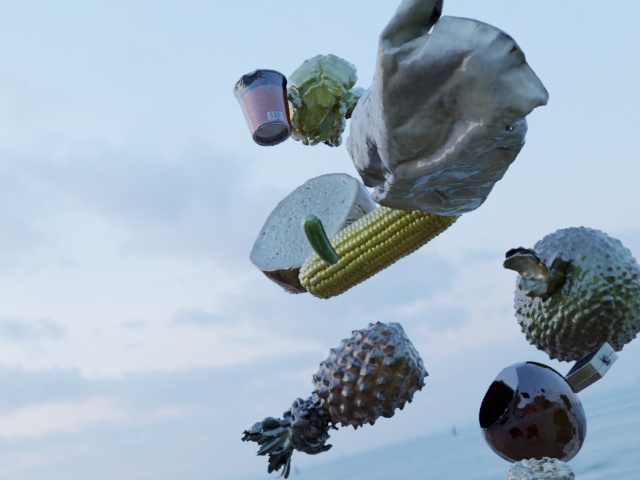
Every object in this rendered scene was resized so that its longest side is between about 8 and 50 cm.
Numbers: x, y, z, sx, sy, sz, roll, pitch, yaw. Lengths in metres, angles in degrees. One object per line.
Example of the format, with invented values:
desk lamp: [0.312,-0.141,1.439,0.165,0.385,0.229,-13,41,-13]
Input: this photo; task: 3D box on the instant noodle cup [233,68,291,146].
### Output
instant noodle cup: [-0.118,-0.284,1.978,0.127,0.135,0.127,-12,-27,-6]

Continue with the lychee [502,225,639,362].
lychee: [0.506,0.105,1.774,0.270,0.270,0.320,-16,-26,11]

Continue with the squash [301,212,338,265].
squash: [-0.001,0.001,1.100,0.027,0.027,0.089,-16,-48,11]

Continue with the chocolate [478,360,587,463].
chocolate: [0.346,0.285,1.457,0.177,0.177,0.177,-13,-13,-3]

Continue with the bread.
bread: [-0.010,-0.013,1.555,0.236,0.236,0.070,-21,-50,29]

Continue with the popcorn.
popcorn: [0.001,-0.327,2.104,0.184,0.221,0.204,31,-15,4]

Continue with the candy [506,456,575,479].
candy: [0.306,0.352,1.241,0.095,0.110,0.085,-6,24,7]

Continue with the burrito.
burrito: [0.118,-0.133,0.987,0.135,0.190,0.332,-34,-12,-11]

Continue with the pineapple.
pineapple: [0.019,0.290,1.650,0.361,0.175,0.175,-32,-17,12]

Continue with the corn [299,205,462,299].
corn: [0.081,-0.001,1.247,0.248,0.081,0.081,-33,-19,19]

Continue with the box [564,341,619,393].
box: [0.460,0.220,1.545,0.079,0.035,0.083,-31,-13,-47]
